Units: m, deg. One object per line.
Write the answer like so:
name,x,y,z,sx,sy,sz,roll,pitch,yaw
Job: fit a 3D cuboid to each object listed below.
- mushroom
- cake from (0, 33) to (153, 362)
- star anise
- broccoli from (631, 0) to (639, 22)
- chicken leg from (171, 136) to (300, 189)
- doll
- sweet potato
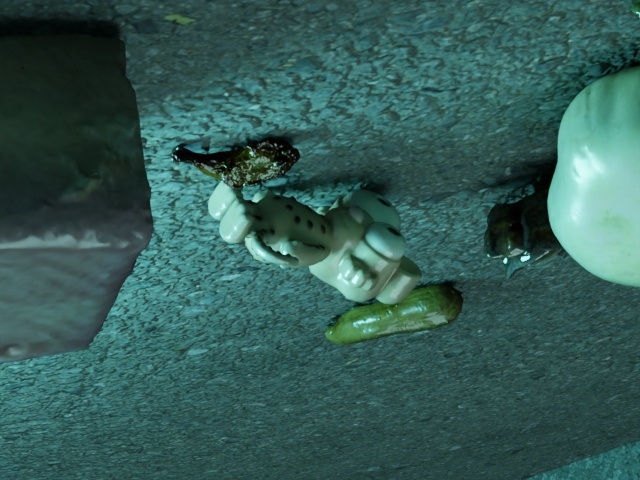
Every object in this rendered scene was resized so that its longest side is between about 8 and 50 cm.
mushroom,0.380,-0.081,1.727,0.260,0.254,0.234,-33,-171,41
cake,-0.298,-0.038,1.427,0.230,0.237,0.309,-2,156,-25
star anise,0.315,-0.040,1.941,0.236,0.109,0.223,-20,174,-30
broccoli,0.452,-0.210,1.419,0.324,0.272,0.334,35,154,-8
chicken leg,-0.093,-0.088,1.693,0.145,0.037,0.062,-8,137,-12
doll,-0.001,-0.001,1.818,0.278,0.154,0.119,11,122,-42
sweet potato,0.105,0.118,2.313,0.233,0.062,0.081,-16,161,20
